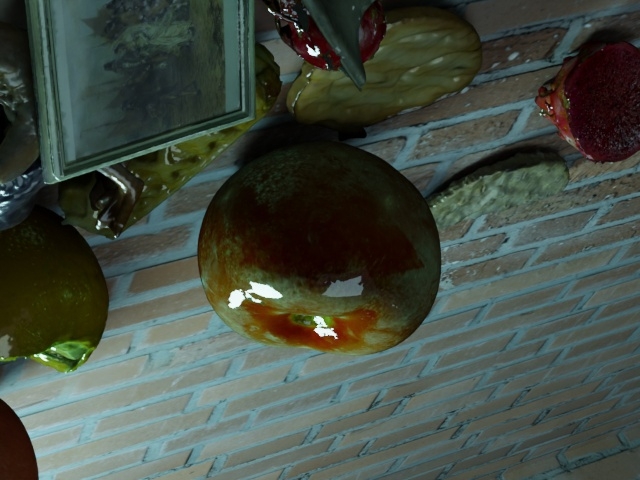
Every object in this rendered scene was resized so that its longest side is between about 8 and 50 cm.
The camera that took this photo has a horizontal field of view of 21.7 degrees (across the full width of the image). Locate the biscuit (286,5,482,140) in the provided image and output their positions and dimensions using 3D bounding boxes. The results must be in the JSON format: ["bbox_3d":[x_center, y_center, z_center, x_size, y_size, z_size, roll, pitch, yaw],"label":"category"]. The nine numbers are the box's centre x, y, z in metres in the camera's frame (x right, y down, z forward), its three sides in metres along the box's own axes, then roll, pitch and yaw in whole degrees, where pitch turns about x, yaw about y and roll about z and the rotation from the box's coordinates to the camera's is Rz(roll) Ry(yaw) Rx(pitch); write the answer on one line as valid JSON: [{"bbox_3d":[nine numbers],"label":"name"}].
[{"bbox_3d":[0.077,-0.182,1.784,0.260,0.041,0.203,-1,144,-48],"label":"biscuit"}]

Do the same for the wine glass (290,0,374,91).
[{"bbox_3d":[0.130,-0.283,1.408,0.357,0.190,0.190,-29,158,4],"label":"wine glass"}]

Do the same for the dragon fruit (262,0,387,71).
[{"bbox_3d":[-0.008,-0.209,1.562,0.094,0.094,0.190,-39,148,29],"label":"dragon fruit"}]

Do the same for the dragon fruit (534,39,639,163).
[{"bbox_3d":[0.323,-0.173,2.007,0.153,0.153,0.111,-12,-163,-30],"label":"dragon fruit"}]

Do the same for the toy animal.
[{"bbox_3d":[-0.246,-0.085,1.506,0.185,0.122,0.298,21,117,-29],"label":"toy animal"}]

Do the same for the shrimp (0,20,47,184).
[{"bbox_3d":[-0.316,-0.120,1.370,0.219,0.046,0.152,18,96,-37],"label":"shrimp"}]

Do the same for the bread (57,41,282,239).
[{"bbox_3d":[-0.146,-0.103,1.649,0.269,0.087,0.098,-37,152,22],"label":"bread"}]

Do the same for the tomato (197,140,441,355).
[{"bbox_3d":[0.000,0.000,1.845,0.270,0.223,0.270,5,155,2],"label":"tomato"}]

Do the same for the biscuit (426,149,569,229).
[{"bbox_3d":[0.235,-0.073,2.201,0.250,0.032,0.133,-16,156,-22],"label":"biscuit"}]

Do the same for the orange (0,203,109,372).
[{"bbox_3d":[-0.307,0.045,1.679,0.158,0.179,0.237,-55,150,9],"label":"orange"}]

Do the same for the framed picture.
[{"bbox_3d":[-0.145,-0.183,1.399,0.217,0.017,0.274,-21,133,-24],"label":"framed picture"}]

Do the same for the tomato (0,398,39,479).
[{"bbox_3d":[-0.493,0.313,1.949,0.341,0.273,0.341,-22,158,-9],"label":"tomato"}]
